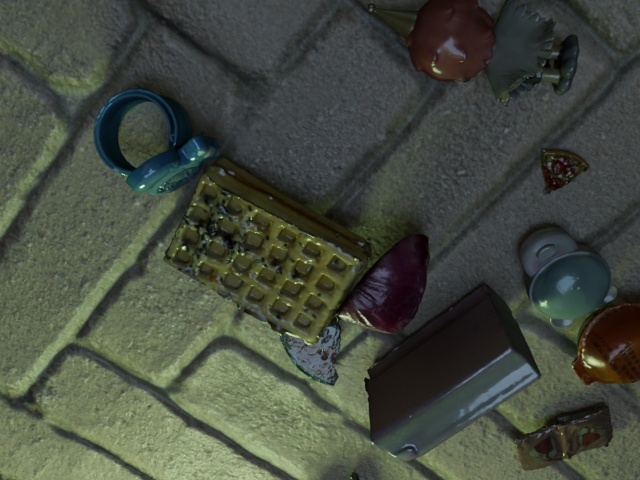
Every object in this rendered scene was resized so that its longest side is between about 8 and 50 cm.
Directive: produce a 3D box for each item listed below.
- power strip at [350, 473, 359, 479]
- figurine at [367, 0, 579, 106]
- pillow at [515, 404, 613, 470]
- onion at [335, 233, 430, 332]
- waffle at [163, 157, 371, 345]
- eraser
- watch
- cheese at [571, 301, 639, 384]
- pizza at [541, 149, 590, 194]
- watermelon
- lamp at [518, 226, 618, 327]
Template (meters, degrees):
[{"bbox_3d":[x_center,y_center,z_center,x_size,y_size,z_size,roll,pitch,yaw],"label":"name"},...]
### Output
[{"bbox_3d":[0.103,0.671,1.756,0.019,0.051,0.136,-13,115,14],"label":"power strip"},{"bbox_3d":[0.269,-0.349,1.200,0.387,0.166,0.207,9,82,-2],"label":"figurine"},{"bbox_3d":[0.615,0.498,1.673,0.248,0.049,0.135,-21,116,5],"label":"pillow"},{"bbox_3d":[0.164,0.109,1.365,0.111,0.250,0.247,44,98,23],"label":"onion"},{"bbox_3d":[-0.108,0.024,1.352,0.376,0.114,0.261,31,122,-1],"label":"waffle"},{"bbox_3d":[0.271,0.288,1.442,0.359,0.272,0.122,-41,109,17],"label":"eraser"},{"bbox_3d":[-0.321,-0.197,1.270,0.211,0.211,0.193,-36,89,16],"label":"watch"},{"bbox_3d":[0.710,0.205,1.484,0.329,0.129,0.217,-40,113,4],"label":"cheese"},{"bbox_3d":[0.507,-0.146,1.361,0.099,0.029,0.100,-10,116,4],"label":"pizza"},{"bbox_3d":[-0.002,0.237,1.535,0.139,0.071,0.187,-40,102,10],"label":"watermelon"},{"bbox_3d":[0.528,0.080,1.432,0.179,0.108,0.246,-35,111,11],"label":"lamp"}]
